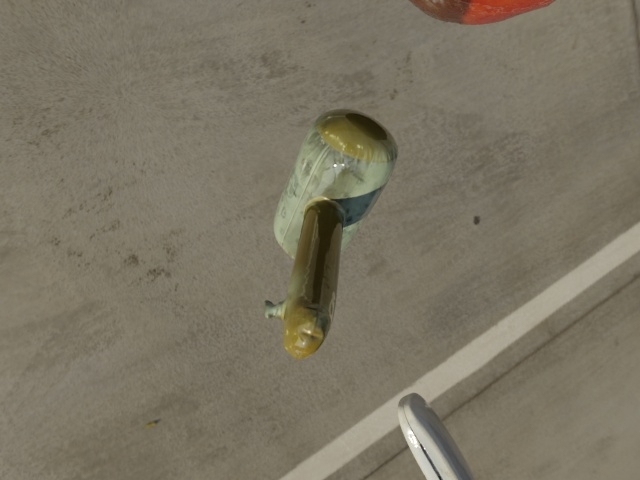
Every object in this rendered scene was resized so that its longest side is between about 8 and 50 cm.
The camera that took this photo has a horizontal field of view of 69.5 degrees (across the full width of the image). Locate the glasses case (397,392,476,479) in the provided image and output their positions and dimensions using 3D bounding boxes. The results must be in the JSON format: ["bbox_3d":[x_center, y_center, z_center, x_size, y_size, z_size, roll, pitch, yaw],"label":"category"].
[{"bbox_3d":[0.166,0.301,0.629,0.049,0.074,0.193,-34,84,19],"label":"glasses case"}]

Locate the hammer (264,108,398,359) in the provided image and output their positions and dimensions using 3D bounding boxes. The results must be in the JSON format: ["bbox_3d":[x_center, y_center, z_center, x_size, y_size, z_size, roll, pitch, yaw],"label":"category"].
[{"bbox_3d":[0.000,0.000,0.490,0.113,0.305,0.202,19,129,-6],"label":"hammer"}]

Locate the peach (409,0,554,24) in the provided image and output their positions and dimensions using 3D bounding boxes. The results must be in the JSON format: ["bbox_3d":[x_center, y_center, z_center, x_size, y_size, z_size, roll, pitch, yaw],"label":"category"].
[{"bbox_3d":[0.204,-0.456,0.614,0.306,0.380,0.242,21,84,5],"label":"peach"}]
